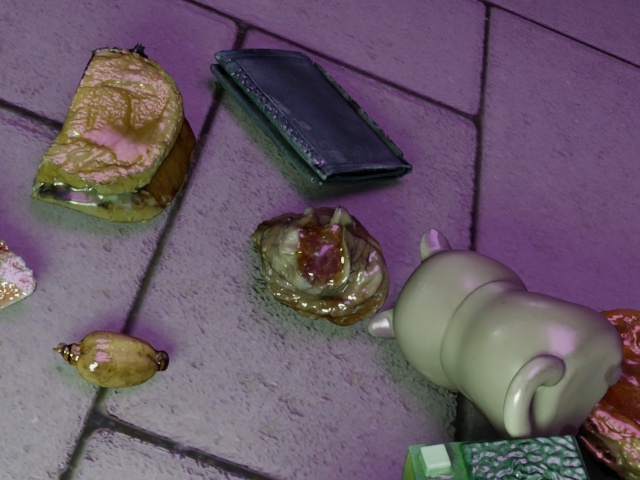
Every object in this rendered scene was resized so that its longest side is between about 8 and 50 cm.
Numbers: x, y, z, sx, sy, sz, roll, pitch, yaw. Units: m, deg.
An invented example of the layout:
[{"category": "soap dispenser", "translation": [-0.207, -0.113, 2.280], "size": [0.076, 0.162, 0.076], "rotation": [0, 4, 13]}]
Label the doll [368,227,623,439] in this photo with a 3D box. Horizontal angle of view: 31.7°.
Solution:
[{"category": "doll", "translation": [0.256, 0.147, 1.590], "size": [0.226, 0.215, 0.370], "rotation": [25, 6, -34]}]

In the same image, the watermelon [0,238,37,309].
[{"category": "watermelon", "translation": [-0.482, 0.018, 1.482], "size": [0.241, 0.094, 0.154], "rotation": [34, 48, 4]}]

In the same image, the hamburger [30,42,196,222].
[{"category": "hamburger", "translation": [-0.294, -0.148, 1.700], "size": [0.211, 0.132, 0.309], "rotation": [23, 53, -8]}]

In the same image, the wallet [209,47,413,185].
[{"category": "wallet", "translation": [-0.017, -0.214, 1.983], "size": [0.237, 0.075, 0.342], "rotation": [-11, 51, -44]}]

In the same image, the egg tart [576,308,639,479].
[{"category": "egg tart", "translation": [0.490, 0.256, 1.693], "size": [0.352, 0.150, 0.352], "rotation": [12, 38, -10]}]

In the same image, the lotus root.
[{"category": "lotus root", "translation": [-0.271, 0.154, 1.455], "size": [0.152, 0.063, 0.072], "rotation": [13, 68, -26]}]

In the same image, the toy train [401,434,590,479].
[{"category": "toy train", "translation": [0.215, 0.340, 1.403], "size": [0.271, 0.188, 0.159], "rotation": [-2, 46, -8]}]

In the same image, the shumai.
[{"category": "shumai", "translation": [0.004, 0.000, 1.654], "size": [0.184, 0.185, 0.218], "rotation": [-12, 52, -19]}]
